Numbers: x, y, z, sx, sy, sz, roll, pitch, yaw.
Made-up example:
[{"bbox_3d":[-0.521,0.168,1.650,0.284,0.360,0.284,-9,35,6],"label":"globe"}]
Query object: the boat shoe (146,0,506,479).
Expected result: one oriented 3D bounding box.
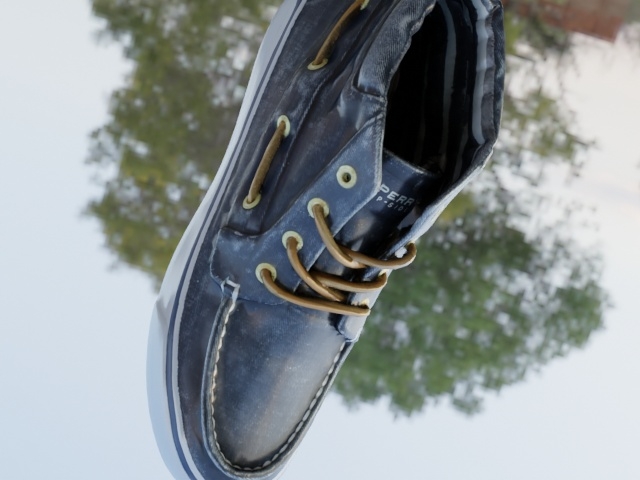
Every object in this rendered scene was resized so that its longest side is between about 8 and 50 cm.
[{"bbox_3d":[0.000,0.000,0.456,0.065,0.183,0.083,17,176,-30],"label":"boat shoe"}]
